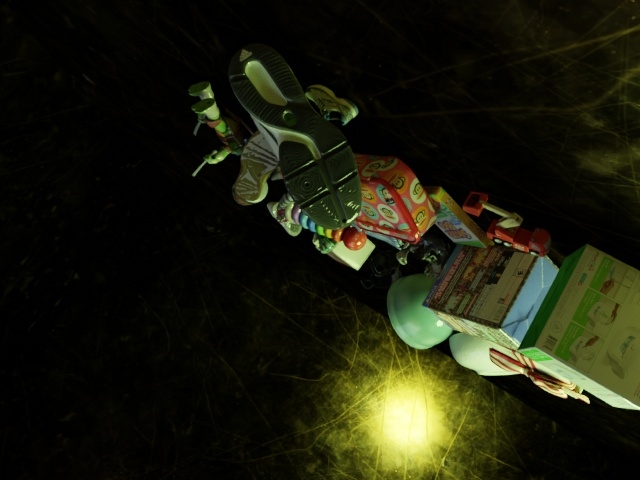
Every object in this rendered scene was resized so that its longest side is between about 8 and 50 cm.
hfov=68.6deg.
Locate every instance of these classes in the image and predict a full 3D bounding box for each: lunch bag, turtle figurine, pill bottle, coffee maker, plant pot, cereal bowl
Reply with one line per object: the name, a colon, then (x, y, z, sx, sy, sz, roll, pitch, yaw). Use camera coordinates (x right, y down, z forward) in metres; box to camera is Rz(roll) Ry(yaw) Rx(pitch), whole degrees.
lunch bag: (0.164, -0.104, 1.264, 0.293, 0.120, 0.258, 19, 152, 54)
turtle figurine: (-0.369, -0.352, 1.509, 0.275, 0.197, 0.266, 8, 150, 16)
pill bottle: (-0.327, -0.226, 2.120, 0.130, 0.130, 0.246, 37, 168, -16)
coffee maker: (0.251, 0.131, 1.937, 0.120, 0.171, 0.178, 46, 173, 25)
plant pot: (0.428, 0.248, 1.777, 0.293, 0.293, 0.196, 37, 140, -19)
cereal bowl: (0.650, 0.415, 1.719, 0.339, 0.141, 0.339, 0, 158, 0)

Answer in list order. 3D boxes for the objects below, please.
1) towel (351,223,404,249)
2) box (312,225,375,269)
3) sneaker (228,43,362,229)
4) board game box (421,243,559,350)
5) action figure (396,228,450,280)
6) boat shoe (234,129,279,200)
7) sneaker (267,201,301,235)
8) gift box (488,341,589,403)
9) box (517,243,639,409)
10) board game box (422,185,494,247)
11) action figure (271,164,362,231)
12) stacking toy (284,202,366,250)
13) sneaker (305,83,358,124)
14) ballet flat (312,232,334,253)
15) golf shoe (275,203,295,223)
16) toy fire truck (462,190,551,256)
towel: (0.145, -0.085, 1.670, 0.243, 0.040, 0.336, 24, 165, 39)
box: (0.091, 0.015, 1.936, 0.149, 0.126, 0.232, 38, 174, -21)
sneaker: (-0.047, -0.244, 1.131, 0.447, 0.169, 0.257, 59, -176, -12)
board game box: (0.465, 0.144, 1.279, 0.141, 0.232, 0.291, 39, 168, -24)
action figure: (0.334, 0.046, 1.462, 0.164, 0.141, 0.276, 38, 176, 44)
boat shoe: (-0.198, -0.270, 1.541, 0.122, 0.110, 0.341, 27, 141, -11)
sneaker: (-0.178, -0.117, 2.311, 0.115, 0.090, 0.232, 29, 160, 50)
gift box: (0.651, 0.292, 1.324, 0.255, 0.258, 0.276, 20, 162, 49)
box: (0.603, 0.182, 1.003, 0.231, 0.261, 0.126, 30, 168, 13)
board game box: (0.351, -0.057, 1.263, 0.259, 0.039, 0.124, 36, 169, -27)
action figure: (-0.023, -0.130, 1.497, 0.341, 0.179, 0.330, 51, 172, -13)
stacking toy: (0.028, -0.066, 1.763, 0.330, 0.141, 0.141, 31, 168, 24)
sneaker: (0.016, -0.308, 1.069, 0.135, 0.058, 0.052, 30, 168, 16)
ballet flat: (0.000, 0.000, 1.844, 0.070, 0.070, 0.188, 38, -173, -22)
golf shoe: (-0.060, -0.112, 2.002, 0.140, 0.115, 0.306, 10, -178, -40)
toy fire truck: (0.433, -0.038, 1.085, 0.192, 0.047, 0.135, 25, 164, 33)
